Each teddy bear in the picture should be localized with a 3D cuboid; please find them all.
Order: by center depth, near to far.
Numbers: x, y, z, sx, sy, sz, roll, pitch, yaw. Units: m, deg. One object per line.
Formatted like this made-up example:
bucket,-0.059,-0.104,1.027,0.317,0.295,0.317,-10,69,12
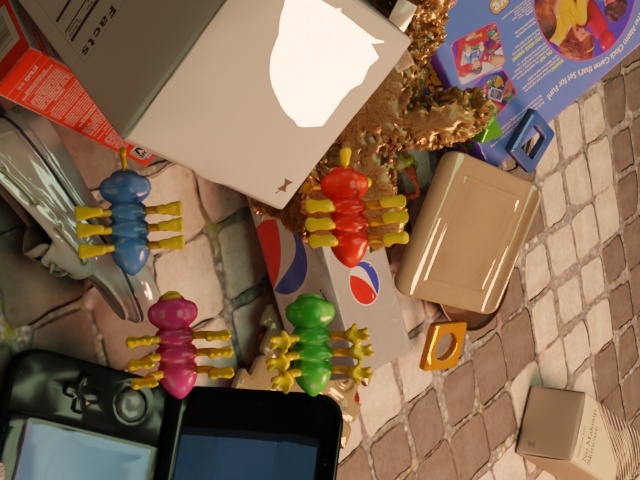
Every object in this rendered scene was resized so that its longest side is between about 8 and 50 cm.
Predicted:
teddy bear,0.038,-0.164,1.051,0.245,0.113,0.338,-7,107,-8

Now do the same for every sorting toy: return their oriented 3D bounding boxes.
sorting toy,0.176,-0.007,1.388,0.196,0.047,0.347,16,97,-46

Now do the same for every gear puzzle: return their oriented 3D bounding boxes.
gear puzzle,0.001,0.092,1.267,0.175,0.044,0.339,43,56,-31

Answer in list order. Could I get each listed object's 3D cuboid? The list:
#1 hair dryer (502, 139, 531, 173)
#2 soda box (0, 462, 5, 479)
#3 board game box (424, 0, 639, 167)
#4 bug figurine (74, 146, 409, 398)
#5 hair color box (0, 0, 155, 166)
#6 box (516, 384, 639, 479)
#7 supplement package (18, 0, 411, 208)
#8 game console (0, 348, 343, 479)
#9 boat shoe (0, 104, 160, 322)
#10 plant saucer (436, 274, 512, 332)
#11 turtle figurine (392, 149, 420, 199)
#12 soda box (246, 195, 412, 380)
hair dryer,0.288,-0.238,1.580,0.293,0.080,0.223,-29,117,-30
soda box,-0.283,0.261,0.865,0.063,0.058,0.183,63,21,-69
board game box,0.269,-0.283,1.447,0.347,0.078,0.233,-39,119,-19
bug figurine,-0.067,0.028,0.961,0.279,0.072,0.216,-1,89,-13
hair color box,-0.208,-0.137,0.960,0.053,0.093,0.167,-45,140,15
box,0.412,0.318,1.724,0.275,0.094,0.113,33,66,-46
supplement package,-0.104,-0.193,0.899,0.175,0.293,0.177,-51,140,13
game console,-0.143,0.249,0.937,0.250,0.173,0.293,22,66,-34
boat shoe,-0.225,-0.007,0.975,0.076,0.083,0.226,-41,113,-24
plant saucer,0.192,0.023,1.495,0.199,0.036,0.198,-3,94,-49
turtle figurine,0.070,-0.146,1.291,0.269,0.087,0.217,30,66,-73
soda box,0.000,0.000,1.185,0.098,0.091,0.286,-22,98,-46
